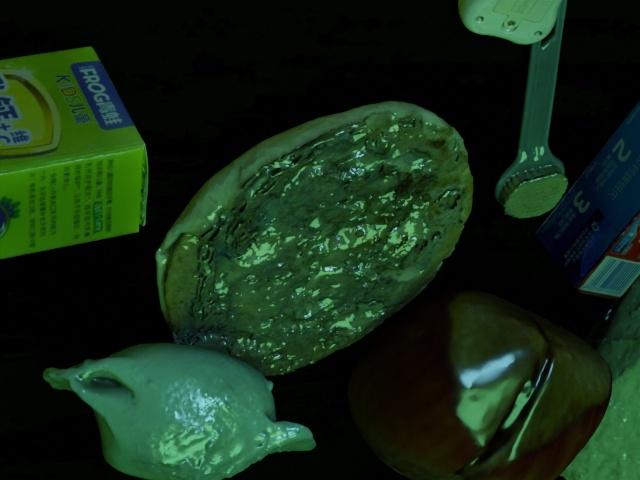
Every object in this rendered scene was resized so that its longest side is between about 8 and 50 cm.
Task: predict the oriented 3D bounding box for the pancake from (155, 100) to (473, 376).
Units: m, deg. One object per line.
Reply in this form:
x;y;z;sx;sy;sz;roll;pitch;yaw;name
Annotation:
0.000;0.001;1.242;0.282;0.049;0.282;-17;140;-15;pancake

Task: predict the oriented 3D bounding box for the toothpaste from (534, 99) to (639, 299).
0.301;-0.092;1.306;0.066;0.076;0.320;12;126;-39;toothpaste

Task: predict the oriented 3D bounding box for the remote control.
0.150;-0.190;1.126;0.074;0.032;0.122;12;138;-22;remote control

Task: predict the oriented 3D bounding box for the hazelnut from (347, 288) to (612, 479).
0.131;0.139;1.361;0.212;0.181;0.180;25;98;-20;hazelnut

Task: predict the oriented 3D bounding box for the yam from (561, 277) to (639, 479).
0.335;0.096;1.440;0.201;0.202;0.271;-49;165;-52;yam

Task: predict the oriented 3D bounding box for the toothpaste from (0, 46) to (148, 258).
-0.275;-0.037;0.985;0.328;0.110;0.077;-12;135;-21;toothpaste

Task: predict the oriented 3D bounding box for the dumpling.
-0.113;0.143;1.237;0.219;0.108;0.152;19;147;-12;dumpling

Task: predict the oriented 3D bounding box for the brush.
0.172;-0.115;1.240;0.062;0.027;0.266;-15;138;-12;brush
